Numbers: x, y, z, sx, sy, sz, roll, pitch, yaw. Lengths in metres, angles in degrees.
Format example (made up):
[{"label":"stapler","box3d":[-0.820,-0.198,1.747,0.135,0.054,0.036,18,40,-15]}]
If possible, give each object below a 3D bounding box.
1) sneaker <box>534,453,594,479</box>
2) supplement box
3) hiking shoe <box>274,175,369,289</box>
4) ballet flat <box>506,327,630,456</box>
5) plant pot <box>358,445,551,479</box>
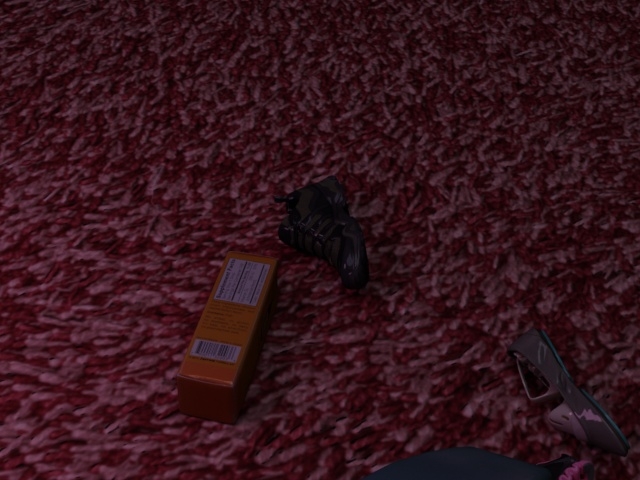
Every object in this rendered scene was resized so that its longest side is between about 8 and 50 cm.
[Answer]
[{"label":"sneaker","box3d":[0.266,0.287,1.154,0.119,0.047,0.057,-19,26,-26]},{"label":"supplement box","box3d":[-0.114,0.119,1.259,0.080,0.078,0.233,11,42,9]},{"label":"hiking shoe","box3d":[0.000,0.000,1.415,0.114,0.086,0.227,-16,39,-4]},{"label":"ballet flat","box3d":[0.308,0.203,1.240,0.068,0.072,0.213,-31,48,0]},{"label":"plant pot","box3d":[0.132,0.313,0.990,0.166,0.165,0.234,8,19,40]}]
